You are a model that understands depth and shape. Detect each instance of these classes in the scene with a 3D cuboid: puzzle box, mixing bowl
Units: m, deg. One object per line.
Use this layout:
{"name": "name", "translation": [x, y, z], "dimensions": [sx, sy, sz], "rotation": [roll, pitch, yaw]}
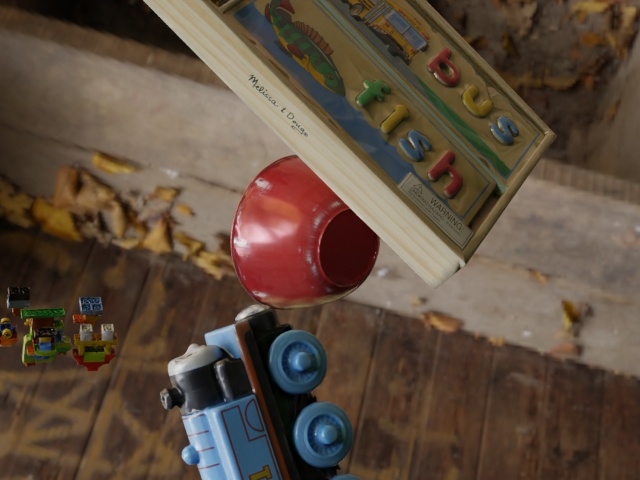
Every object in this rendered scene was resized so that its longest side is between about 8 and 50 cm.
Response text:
{"name": "puzzle box", "translation": [0.035, -0.175, 1.093], "dimensions": [0.409, 0.272, 0.052], "rotation": [45, 132, -3]}
{"name": "mixing bowl", "translation": [0.000, 0.000, 1.260], "dimensions": [0.098, 0.181, 0.181], "rotation": [16, 156, 49]}

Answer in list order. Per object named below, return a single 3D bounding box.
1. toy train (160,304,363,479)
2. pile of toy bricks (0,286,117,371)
{"name": "toy train", "translation": [-0.036, 0.137, 0.728], "dimensions": [0.105, 0.184, 0.080], "rotation": [-18, 178, -28]}
{"name": "pile of toy bricks", "translation": [-0.415, 0.145, 1.667], "dimensions": [0.212, 0.118, 0.105], "rotation": [1, 127, -21]}
